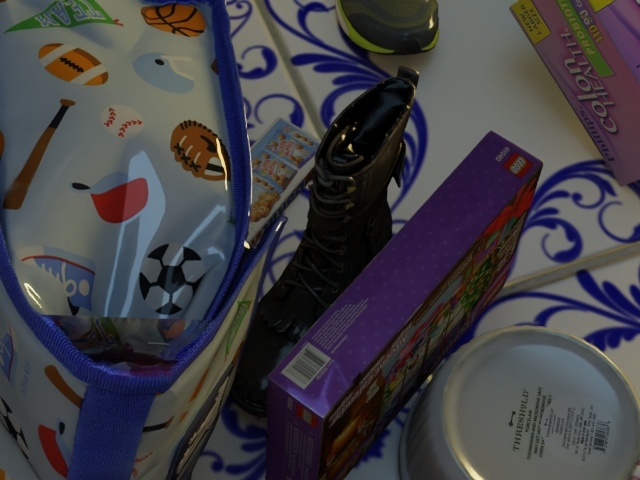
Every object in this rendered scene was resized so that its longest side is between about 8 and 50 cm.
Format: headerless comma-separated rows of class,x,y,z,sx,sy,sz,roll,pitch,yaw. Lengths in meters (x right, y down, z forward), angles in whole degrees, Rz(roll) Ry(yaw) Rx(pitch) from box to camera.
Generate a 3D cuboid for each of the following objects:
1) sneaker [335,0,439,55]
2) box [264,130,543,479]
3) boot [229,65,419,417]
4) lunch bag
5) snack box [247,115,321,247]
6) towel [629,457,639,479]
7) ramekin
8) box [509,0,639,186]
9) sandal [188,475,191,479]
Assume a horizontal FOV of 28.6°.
sneaker,0.065,-0.322,1.320,0.111,0.121,0.300,-6,59,-7
box,0.067,0.070,1.034,0.057,0.201,0.293,35,63,17
boot,0.000,0.000,1.054,0.091,0.229,0.263,25,60,11
lunch bag,-0.169,0.039,0.923,0.238,0.328,0.386,4,47,-18
snack box,-0.065,-0.042,1.198,0.064,0.022,0.178,31,62,16
towel,0.307,0.195,1.013,0.029,0.144,0.197,-1,43,45
ramekin,0.172,0.168,1.035,0.207,0.109,0.207,2,58,-3
box,0.352,-0.212,1.231,0.243,0.117,0.214,-32,91,-20
sandal,-0.153,0.235,1.005,0.072,0.049,0.180,17,59,6
